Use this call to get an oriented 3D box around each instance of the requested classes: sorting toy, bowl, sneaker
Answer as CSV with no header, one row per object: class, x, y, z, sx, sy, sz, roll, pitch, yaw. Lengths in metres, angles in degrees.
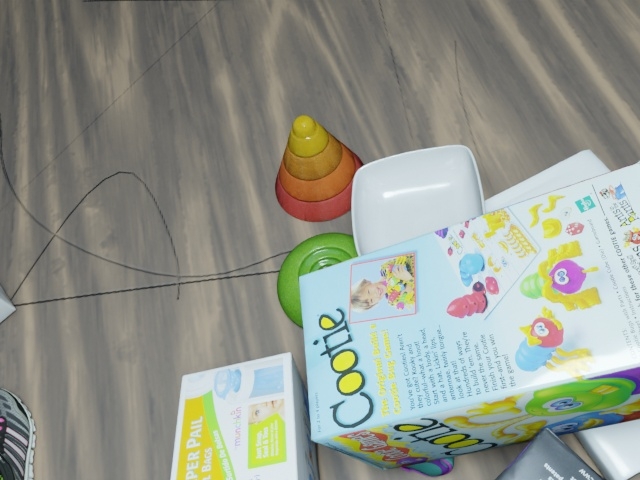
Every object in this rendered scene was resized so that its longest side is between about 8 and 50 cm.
sorting toy,0.000,0.000,0.688,0.127,0.126,0.366,-9,58,6
bowl,0.108,-0.027,0.682,0.142,0.053,0.142,-10,57,15
sneaker,-0.347,0.227,0.657,0.063,0.075,0.170,-23,58,-2

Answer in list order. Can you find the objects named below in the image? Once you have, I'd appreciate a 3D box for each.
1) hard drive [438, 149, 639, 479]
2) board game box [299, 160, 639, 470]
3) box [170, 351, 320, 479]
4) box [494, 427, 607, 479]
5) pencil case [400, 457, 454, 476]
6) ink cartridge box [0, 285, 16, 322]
hard drive,0.288,0.059,0.641,0.203,0.040,0.307,-27,59,-4
board game box,0.140,0.076,0.495,0.275,0.142,0.144,-19,55,20
box,-0.062,0.217,0.550,0.114,0.103,0.203,-13,38,4
box,0.125,0.298,0.462,0.270,0.165,0.143,-40,60,-11
pencil case,0.095,0.149,0.615,0.070,0.064,0.152,-25,48,42
ink cartridge box,-0.499,0.096,0.717,0.219,0.160,0.092,-43,62,-13
